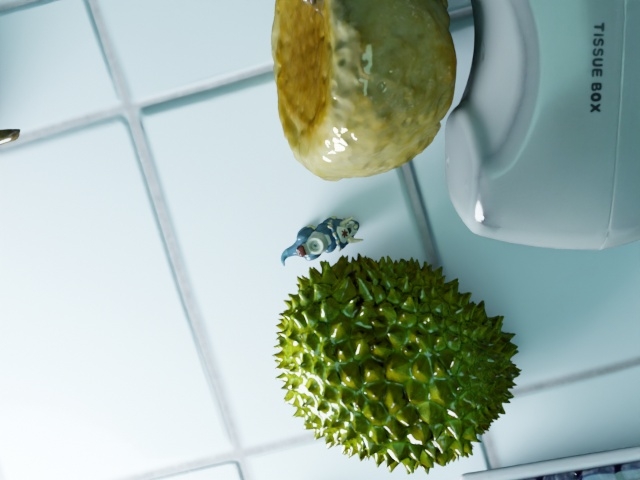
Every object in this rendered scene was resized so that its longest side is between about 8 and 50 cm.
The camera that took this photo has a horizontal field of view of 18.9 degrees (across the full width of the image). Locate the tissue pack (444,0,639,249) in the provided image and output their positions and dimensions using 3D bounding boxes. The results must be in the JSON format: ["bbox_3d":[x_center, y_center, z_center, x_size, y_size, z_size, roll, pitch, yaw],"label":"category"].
[{"bbox_3d":[0.237,-0.165,1.690,0.236,0.229,0.333,0,104,-6],"label":"tissue pack"}]

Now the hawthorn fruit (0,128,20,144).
[{"bbox_3d":[-0.403,-0.083,1.852,0.250,0.215,0.215,-10,100,8],"label":"hawthorn fruit"}]

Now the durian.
[{"bbox_3d":[0.063,0.113,1.822,0.237,0.176,0.200,20,85,17],"label":"durian"}]

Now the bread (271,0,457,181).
[{"bbox_3d":[0.042,-0.170,1.741,0.134,0.244,0.244,2,104,-16],"label":"bread"}]

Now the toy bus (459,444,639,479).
[{"bbox_3d":[0.280,0.265,1.831,0.297,0.106,0.131,-10,76,12],"label":"toy bus"}]

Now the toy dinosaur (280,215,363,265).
[{"bbox_3d":[0.000,0.000,1.867,0.083,0.047,0.030,-20,99,13],"label":"toy dinosaur"}]
